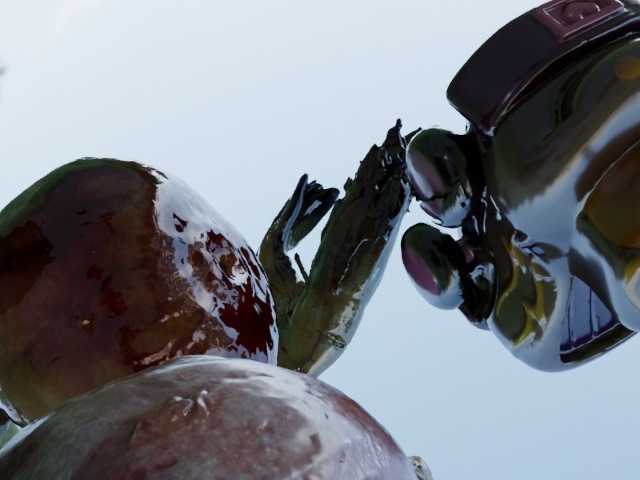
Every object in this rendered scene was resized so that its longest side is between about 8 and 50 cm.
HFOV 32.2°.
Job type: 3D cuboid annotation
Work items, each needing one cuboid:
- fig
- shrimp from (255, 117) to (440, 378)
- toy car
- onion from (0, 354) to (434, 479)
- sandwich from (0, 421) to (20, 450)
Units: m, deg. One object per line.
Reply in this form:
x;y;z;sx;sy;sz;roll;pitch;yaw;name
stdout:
-0.154;0.065;0.721;0.249;0.204;0.186;-28;-166;29;fig
0.006;0.003;1.065;0.178;0.075;0.289;32;-78;51;shrimp
0.231;-0.019;0.869;0.271;0.340;0.240;-28;-127;-17;toy car
-0.026;0.109;0.382;0.159;0.195;0.159;18;-63;41;onion
-0.294;0.260;1.185;0.108;0.220;0.186;-24;-130;-16;sandwich
